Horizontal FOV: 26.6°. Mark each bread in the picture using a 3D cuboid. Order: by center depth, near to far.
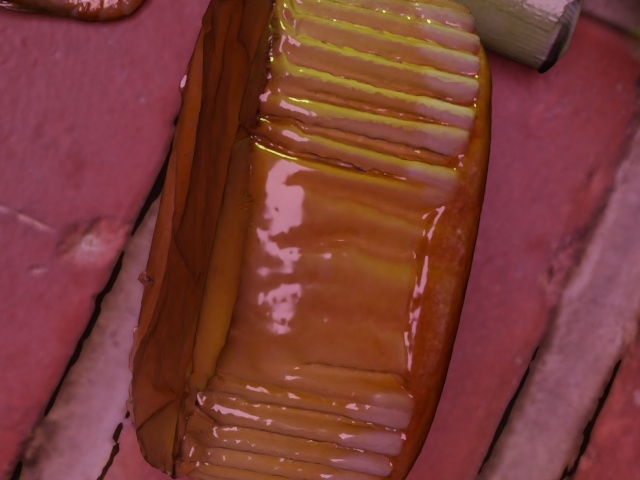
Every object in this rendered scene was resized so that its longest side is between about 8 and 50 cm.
[{"bbox_3d":[0.000,0.000,0.741,0.156,0.204,0.288,10,90,-18],"label":"bread"}]

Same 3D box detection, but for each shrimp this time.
[{"bbox_3d":[-0.158,-0.174,0.814,0.114,0.023,0.083,-1,101,-4],"label":"shrimp"}]

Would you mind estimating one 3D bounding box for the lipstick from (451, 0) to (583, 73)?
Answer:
[{"bbox_3d":[0.012,-0.188,0.800,0.304,0.076,0.076,23,87,1],"label":"lipstick"}]
